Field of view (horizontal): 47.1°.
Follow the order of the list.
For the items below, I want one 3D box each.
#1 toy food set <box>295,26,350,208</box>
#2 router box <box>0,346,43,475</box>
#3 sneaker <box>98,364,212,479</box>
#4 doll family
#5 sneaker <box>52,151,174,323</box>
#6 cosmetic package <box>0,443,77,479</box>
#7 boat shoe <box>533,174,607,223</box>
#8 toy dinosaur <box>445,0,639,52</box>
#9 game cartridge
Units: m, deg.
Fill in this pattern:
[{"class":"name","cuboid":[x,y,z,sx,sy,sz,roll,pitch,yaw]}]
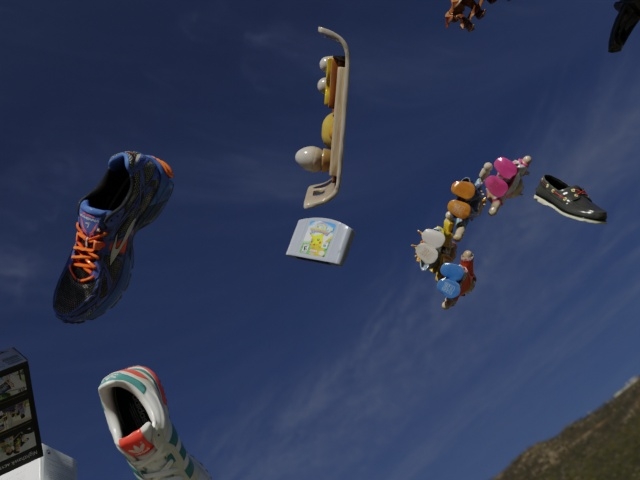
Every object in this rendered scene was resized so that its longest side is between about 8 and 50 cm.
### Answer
[{"class":"toy food set","cuboid":[0.001,-0.225,1.330,0.093,0.219,0.305,4,-77,1]},{"class":"router box","cuboid":[-0.401,0.209,0.792,0.179,0.046,0.133,-19,-62,-40]},{"class":"sneaker","cuboid":[-0.138,0.178,0.600,0.057,0.161,0.075,-28,-10,2]},{"class":"doll family","cuboid":[0.215,-0.029,1.121,0.262,0.118,0.163,-64,-20,5]},{"class":"sneaker","cuboid":[-0.255,-0.010,0.850,0.221,0.083,0.087,-68,-22,-9]},{"class":"cosmetic package","cuboid":[-0.550,0.530,1.135,0.377,0.284,0.097,-29,-46,10]},{"class":"boat shoe","cuboid":[0.352,-0.057,1.032,0.049,0.133,0.042,4,-69,-26]},{"class":"toy dinosaur","cuboid":[0.175,-0.232,0.404,0.165,0.218,0.322,6,-32,1]},{"class":"game cartridge","cuboid":[0.000,0.000,0.892,0.017,0.083,0.056,43,-118,-49]}]
